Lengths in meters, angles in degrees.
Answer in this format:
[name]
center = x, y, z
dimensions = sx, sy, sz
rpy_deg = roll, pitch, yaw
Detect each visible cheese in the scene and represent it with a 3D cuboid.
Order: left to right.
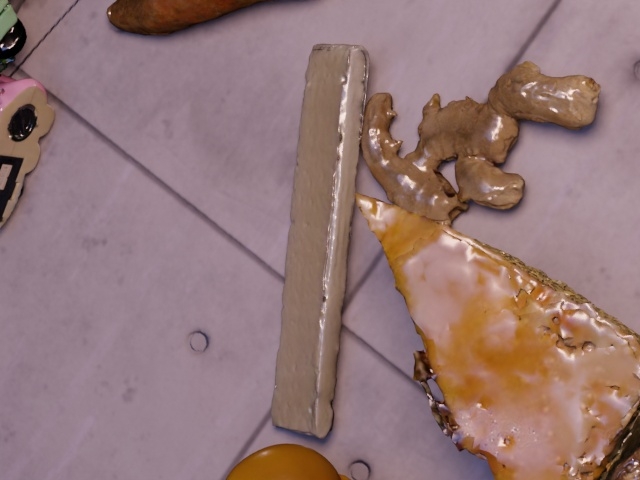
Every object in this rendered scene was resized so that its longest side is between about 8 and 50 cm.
[cheese]
center = -0.003, 0.000, 1.829
dimensions = 0.085, 0.034, 0.400
rpy_deg = 11, 96, 49

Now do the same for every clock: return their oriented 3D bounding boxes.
[clock]
center = -0.408, -0.120, 1.959
dimensions = 0.195, 0.100, 0.194
rpy_deg = 28, 99, 26

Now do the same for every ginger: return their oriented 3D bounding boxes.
[ginger]
center = 0.161, -0.092, 1.767
dimensions = 0.258, 0.065, 0.149
rpy_deg = -10, 91, 29

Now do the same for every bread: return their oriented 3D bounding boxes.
[bread]
center = 0.154, 0.141, 1.678
dimensions = 0.315, 0.248, 0.279
rpy_deg = 23, 97, 19

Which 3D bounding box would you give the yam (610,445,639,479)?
[yam]
center = 0.340, 0.233, 1.621
dimensions = 0.129, 0.238, 0.128
rpy_deg = 46, 109, 16

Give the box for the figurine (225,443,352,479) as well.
[figurine]
center = 0.002, 0.301, 1.765
dimensions = 0.228, 0.215, 0.215
rpy_deg = -6, 88, 62

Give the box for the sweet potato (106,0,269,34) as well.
[sweet potato]
center = -0.100, -0.273, 1.848
dimensions = 0.291, 0.097, 0.097
rpy_deg = -13, 86, 19

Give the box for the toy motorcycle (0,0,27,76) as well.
[toy motorcycle]
center = -0.421, -0.233, 1.882
dimensions = 0.196, 0.125, 0.331
rpy_deg = 23, 70, 24
